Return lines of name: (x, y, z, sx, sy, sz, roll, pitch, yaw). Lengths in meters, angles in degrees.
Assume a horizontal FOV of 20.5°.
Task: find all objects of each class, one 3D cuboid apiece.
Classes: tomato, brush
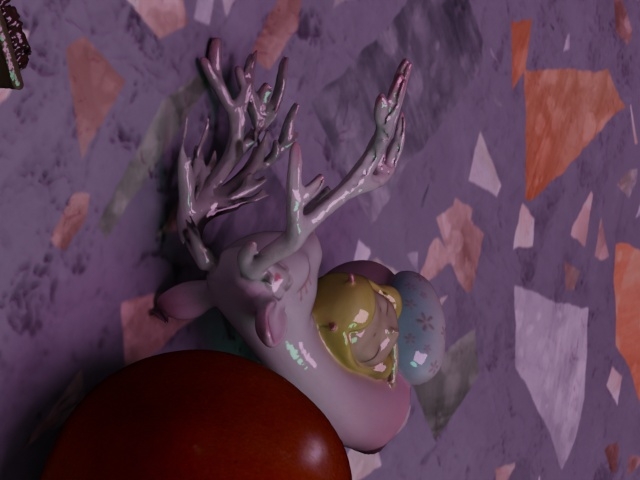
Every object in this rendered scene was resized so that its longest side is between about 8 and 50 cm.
tomato: (-0.106, 0.221, 1.355, 0.226, 0.298, 0.299, 22, 75, -14)
brush: (-0.250, -0.221, 1.225, 0.036, 0.043, 0.248, -50, 134, -48)

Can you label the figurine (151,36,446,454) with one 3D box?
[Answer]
figurine: (-0.013, 0.001, 1.505, 0.315, 0.206, 0.284, 41, 69, -58)
